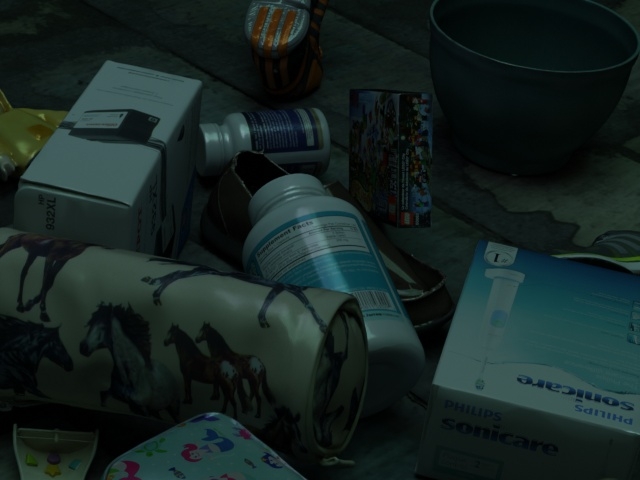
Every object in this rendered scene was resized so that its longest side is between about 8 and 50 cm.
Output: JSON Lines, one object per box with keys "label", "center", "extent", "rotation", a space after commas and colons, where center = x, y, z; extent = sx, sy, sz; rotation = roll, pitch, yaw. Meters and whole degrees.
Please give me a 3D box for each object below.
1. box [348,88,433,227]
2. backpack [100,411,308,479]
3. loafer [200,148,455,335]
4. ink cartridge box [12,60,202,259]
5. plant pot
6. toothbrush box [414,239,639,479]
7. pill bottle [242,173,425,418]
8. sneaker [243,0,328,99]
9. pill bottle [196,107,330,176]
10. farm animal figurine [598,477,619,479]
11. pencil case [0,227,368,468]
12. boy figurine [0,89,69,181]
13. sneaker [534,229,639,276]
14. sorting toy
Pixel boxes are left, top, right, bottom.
{"label": "box", "center": [0.084, -0.106, 1.903], "extent": [0.044, 0.159, 0.233], "rotation": [-1, 7, -13]}
{"label": "backpack", "center": [-0.113, 0.282, 1.305], "extent": [0.253, 0.191, 0.225], "rotation": [-26, 45, -34]}
{"label": "loafer", "center": [0.000, 0.000, 1.821], "extent": [0.366, 0.130, 0.134], "rotation": [27, 37, 28]}
{"label": "ink cartridge box", "center": [-0.236, -0.033, 1.739], "extent": [0.129, 0.223, 0.307], "rotation": [12, 32, 5]}
{"label": "plant pot", "center": [0.284, -0.215, 2.162], "extent": [0.293, 0.196, 0.293], "rotation": [5, 32, -3]}
{"label": "toothbrush box", "center": [0.239, 0.142, 1.643], "extent": [0.216, 0.126, 0.295], "rotation": [13, 31, 8]}
{"label": "pill bottle", "center": [0.003, 0.054, 1.661], "extent": [0.146, 0.146, 0.264], "rotation": [-7, 51, -21]}
{"label": "sneaker", "center": [-0.037, -0.349, 2.305], "extent": [0.124, 0.180, 0.321], "rotation": [14, 59, 13]}
{"label": "pill bottle", "center": [-0.079, -0.125, 2.042], "extent": [0.169, 0.094, 0.094], "rotation": [-5, 34, -20]}
{"label": "farm animal figurine", "center": [0.231, 0.338, 1.308], "extent": [0.330, 0.172, 0.327], "rotation": [0, 19, 3]}
{"label": "pencil case", "center": [-0.154, 0.108, 1.496], "extent": [0.410, 0.183, 0.160], "rotation": [10, 5, 15]}
{"label": "boy figurine", "center": [-0.372, -0.133, 2.002], "extent": [0.285, 0.092, 0.177], "rotation": [30, 41, 28]}
{"label": "sneaker", "center": [0.345, 0.045, 1.864], "extent": [0.300, 0.111, 0.121], "rotation": [0, 22, -22]}
{"label": "sorting toy", "center": [-0.261, 0.222, 1.501], "extent": [0.083, 0.045, 0.075], "rotation": [5, 41, -9]}
